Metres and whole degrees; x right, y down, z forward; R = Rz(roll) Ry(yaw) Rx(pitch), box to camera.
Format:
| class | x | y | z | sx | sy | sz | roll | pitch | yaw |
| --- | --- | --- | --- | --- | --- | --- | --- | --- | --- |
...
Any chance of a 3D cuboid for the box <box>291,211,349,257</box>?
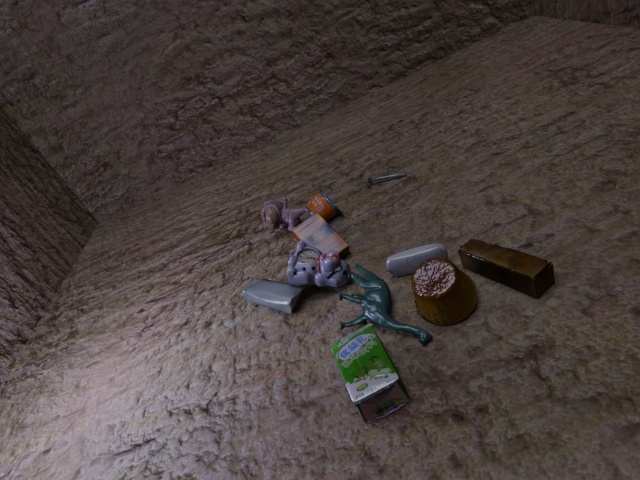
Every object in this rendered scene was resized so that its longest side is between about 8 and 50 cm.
| class | x | y | z | sx | sy | sz | roll | pitch | yaw |
| --- | --- | --- | --- | --- | --- | --- | --- | --- | --- |
| box | 0.000 | 0.000 | 1.973 | 0.152 | 0.070 | 0.237 | -37 | 62 | -14 |

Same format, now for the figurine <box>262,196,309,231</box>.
| class | x | y | z | sx | sy | sz | roll | pitch | yaw |
| --- | --- | --- | --- | --- | --- | --- | --- | --- | --- |
| figurine | -0.203 | -0.130 | 2.331 | 0.287 | 0.176 | 0.186 | 16 | 25 | 30 |

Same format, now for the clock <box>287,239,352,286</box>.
| class | x | y | z | sx | sy | sz | roll | pitch | yaw |
| --- | --- | --- | --- | --- | --- | --- | --- | --- | --- |
| clock | 0.009 | 0.115 | 1.795 | 0.253 | 0.189 | 0.189 | 10 | 45 | 21 |

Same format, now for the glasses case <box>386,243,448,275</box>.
| class | x | y | z | sx | sy | sz | roll | pitch | yaw |
| --- | --- | --- | --- | --- | --- | --- | --- | --- | --- |
| glasses case | 0.366 | 0.075 | 1.666 | 0.233 | 0.092 | 0.059 | -15 | 32 | 18 |

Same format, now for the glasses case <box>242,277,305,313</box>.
| class | x | y | z | sx | sy | sz | roll | pitch | yaw |
| --- | --- | --- | --- | --- | --- | --- | --- | --- | --- |
| glasses case | -0.193 | 0.232 | 1.868 | 0.308 | 0.083 | 0.128 | 6 | 39 | 43 |

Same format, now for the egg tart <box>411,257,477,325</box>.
| class | x | y | z | sx | sy | sz | roll | pitch | yaw |
| --- | --- | --- | --- | --- | --- | --- | --- | --- | --- |
| egg tart | 0.396 | 0.157 | 1.445 | 0.215 | 0.171 | 0.215 | -20 | 46 | 22 |

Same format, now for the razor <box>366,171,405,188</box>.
| class | x | y | z | sx | sy | sz | roll | pitch | yaw |
| --- | --- | --- | --- | --- | --- | --- | --- | --- | --- |
| razor | 0.349 | -0.333 | 2.330 | 0.211 | 0.036 | 0.084 | -13 | 36 | 23 |

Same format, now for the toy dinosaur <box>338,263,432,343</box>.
| class | x | y | z | sx | sy | sz | roll | pitch | yaw |
| --- | --- | --- | --- | --- | --- | --- | --- | --- | --- |
| toy dinosaur | 0.247 | 0.211 | 1.576 | 0.330 | 0.130 | 0.384 | 0 | 38 | 20 |

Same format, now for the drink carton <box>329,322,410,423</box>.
| class | x | y | z | sx | sy | sz | roll | pitch | yaw |
| --- | --- | --- | --- | --- | --- | --- | --- | --- | --- |
| drink carton | 0.148 | 0.397 | 1.342 | 0.161 | 0.108 | 0.271 | -28 | 32 | -1 |

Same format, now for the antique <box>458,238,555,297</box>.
| class | x | y | z | sx | sy | sz | roll | pitch | yaw |
| --- | --- | --- | --- | --- | --- | --- | --- | --- | --- |
| antique | 0.614 | 0.082 | 1.474 | 0.093 | 0.087 | 0.310 | -36 | 32 | -18 |

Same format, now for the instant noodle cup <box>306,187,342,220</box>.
| class | x | y | z | sx | sy | sz | roll | pitch | yaw |
| --- | --- | --- | --- | --- | --- | --- | --- | --- | --- |
| instant noodle cup | 0.009 | -0.163 | 2.230 | 0.125 | 0.177 | 0.208 | -43 | 13 | 3 |
